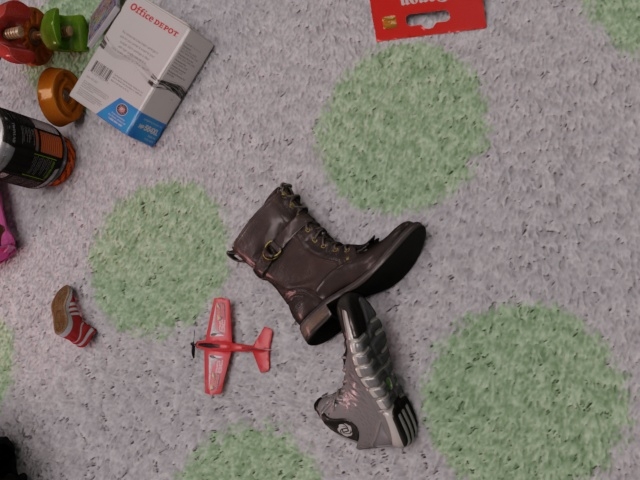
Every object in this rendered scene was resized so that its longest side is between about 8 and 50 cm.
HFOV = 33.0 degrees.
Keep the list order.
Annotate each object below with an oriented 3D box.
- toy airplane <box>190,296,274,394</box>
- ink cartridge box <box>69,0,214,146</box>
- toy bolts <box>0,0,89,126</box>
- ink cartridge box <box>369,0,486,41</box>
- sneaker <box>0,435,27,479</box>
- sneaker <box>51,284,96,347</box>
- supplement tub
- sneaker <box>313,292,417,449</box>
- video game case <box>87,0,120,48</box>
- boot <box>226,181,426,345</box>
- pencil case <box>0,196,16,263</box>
[{"bbox_3d":[-0.132,0.160,1.642,0.151,0.028,0.151,-4,79,24],"label":"toy airplane"},{"bbox_3d":[-0.293,-0.280,1.773,0.148,0.086,0.203,35,94,27],"label":"ink cartridge box"},{"bbox_3d":[-0.518,-0.299,1.809,0.158,0.228,0.218,-5,85,24],"label":"toy bolts"},{"bbox_3d":[0.135,-0.403,1.561,0.181,0.056,0.225,-2,109,25],"label":"ink cartridge box"},{"bbox_3d":[-0.578,0.345,1.772,0.276,0.097,0.135,43,99,23],"label":"sneaker"},{"bbox_3d":[-0.404,0.128,1.773,0.042,0.067,0.118,-37,37,16],"label":"sneaker"},{"bbox_3d":[-0.501,-0.150,1.782,0.117,0.190,0.117,-4,80,25],"label":"supplement tub"},{"bbox_3d":[0.036,0.193,1.505,0.132,0.086,0.229,-18,94,30],"label":"sneaker"},{"bbox_3d":[-0.365,-0.383,1.822,0.087,0.011,0.122,-48,29,22],"label":"video game case"},{"bbox_3d":[0.000,0.000,1.581,0.263,0.091,0.229,-42,64,11],"label":"boot"},{"bbox_3d":[-0.582,-0.058,1.862,0.098,0.095,0.209,-19,74,4],"label":"pencil case"}]
